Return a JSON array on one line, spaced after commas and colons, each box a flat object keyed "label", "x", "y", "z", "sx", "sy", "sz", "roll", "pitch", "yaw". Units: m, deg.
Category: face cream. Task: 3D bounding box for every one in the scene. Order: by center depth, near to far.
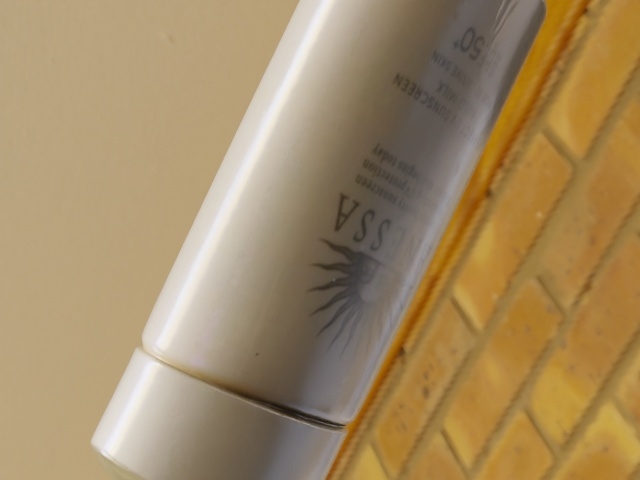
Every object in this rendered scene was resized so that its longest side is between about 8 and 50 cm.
[{"label": "face cream", "x": 0.000, "y": 0.000, "z": 0.694, "sx": 0.173, "sy": 0.081, "sz": 0.348, "roll": 30, "pitch": -95, "yaw": -55}]
